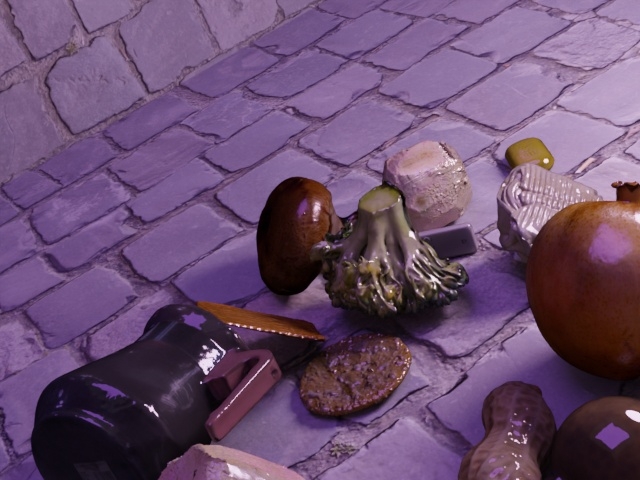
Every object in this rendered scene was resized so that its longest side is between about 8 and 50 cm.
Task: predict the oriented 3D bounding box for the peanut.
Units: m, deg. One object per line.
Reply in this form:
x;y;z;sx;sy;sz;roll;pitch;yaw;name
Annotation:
0.281;0.318;1.740;0.136;0.120;0.298;-3;33;22;peanut

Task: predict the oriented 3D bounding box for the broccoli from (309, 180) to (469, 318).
0.122;0.026;2.181;0.288;0.245;0.248;-12;27;9;broccoli

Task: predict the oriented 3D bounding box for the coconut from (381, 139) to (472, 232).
0.210;-0.108;2.405;0.194;0.194;0.194;-17;31;10;coconut

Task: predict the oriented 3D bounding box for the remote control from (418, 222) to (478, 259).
0.183;0.020;2.328;0.261;0.067;0.029;-12;28;18;remote control

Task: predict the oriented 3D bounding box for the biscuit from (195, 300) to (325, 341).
-0.117;0.151;2.183;0.237;0.013;0.232;11;3;-7;biscuit

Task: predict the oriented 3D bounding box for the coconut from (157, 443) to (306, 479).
-0.121;0.422;1.734;0.233;0.245;0.233;-40;34;34;coconut

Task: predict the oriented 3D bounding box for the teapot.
-0.265;0.284;1.991;0.376;0.305;0.362;-12;24;36;teapot

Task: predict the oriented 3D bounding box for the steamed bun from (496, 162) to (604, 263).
0.422;-0.018;2.163;0.218;0.144;0.211;16;48;5;steamed bun

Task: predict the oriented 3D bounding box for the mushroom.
-0.030;-0.002;2.399;0.254;0.267;0.267;23;45;12;mushroom

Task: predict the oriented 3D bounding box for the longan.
0.405;0.311;1.626;0.204;0.159;0.185;-27;38;-1;longan

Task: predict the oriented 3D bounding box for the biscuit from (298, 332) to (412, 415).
0.060;0.240;2.097;0.220;0.033;0.220;-19;30;11;biscuit

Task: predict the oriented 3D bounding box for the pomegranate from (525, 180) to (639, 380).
0.470;0.058;1.828;0.319;0.319;0.319;-17;31;10;pomegranate

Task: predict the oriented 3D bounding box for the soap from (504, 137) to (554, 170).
0.446;-0.179;2.490;0.089;0.045;0.140;-24;30;5;soap
